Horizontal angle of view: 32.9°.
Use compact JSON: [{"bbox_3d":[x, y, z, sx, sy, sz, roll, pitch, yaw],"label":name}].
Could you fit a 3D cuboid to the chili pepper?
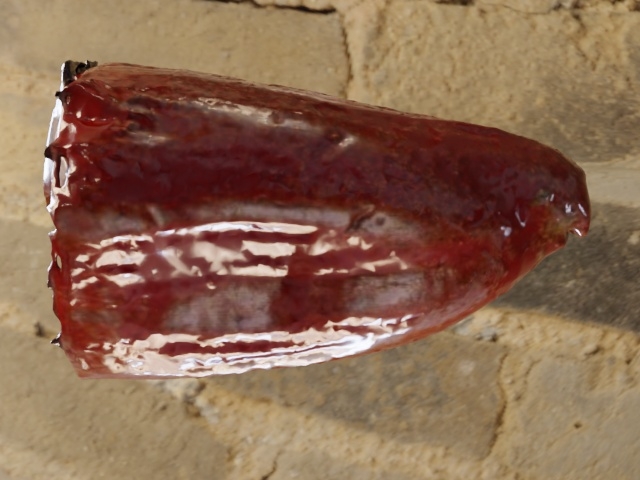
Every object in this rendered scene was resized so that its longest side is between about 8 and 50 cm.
[{"bbox_3d":[0.000,0.000,0.513,0.253,0.136,0.144,5,-115,1],"label":"chili pepper"}]
